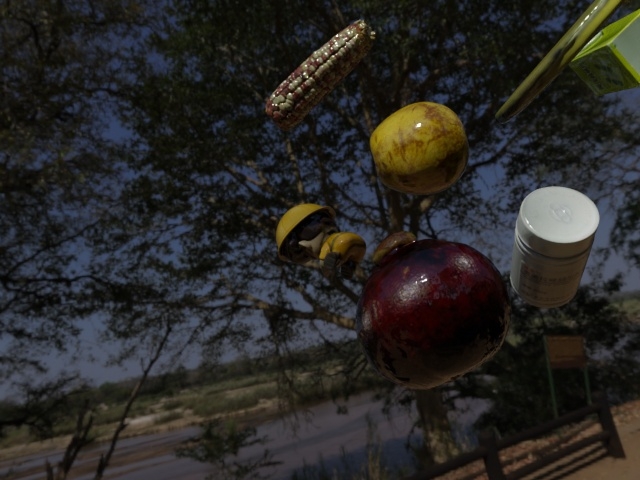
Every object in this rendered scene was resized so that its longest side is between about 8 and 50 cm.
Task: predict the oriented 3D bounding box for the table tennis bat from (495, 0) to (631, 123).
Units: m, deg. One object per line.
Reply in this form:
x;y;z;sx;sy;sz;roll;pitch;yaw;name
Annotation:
0.357;-0.295;0.630;0.368;0.054;0.224;-50;-5;8;table tennis bat

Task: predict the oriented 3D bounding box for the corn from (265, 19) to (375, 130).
-0.002;-0.292;0.880;0.237;0.079;0.079;-37;-24;24;corn

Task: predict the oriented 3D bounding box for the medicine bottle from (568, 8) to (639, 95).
0.779;-0.479;1.283;0.141;0.137;0.250;-46;3;10;medicine bottle

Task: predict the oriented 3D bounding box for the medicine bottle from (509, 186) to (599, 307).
0.628;0.024;1.354;0.190;0.190;0.332;-14;-39;7;medicine bottle

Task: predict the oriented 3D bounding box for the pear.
0.279;-0.254;1.399;0.281;0.280;0.281;-11;-14;-3;pear

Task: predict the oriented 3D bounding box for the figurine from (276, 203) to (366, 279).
0.001;-0.005;1.275;0.257;0.167;0.192;17;13;39;figurine

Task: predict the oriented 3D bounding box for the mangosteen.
0.098;0.061;0.469;0.152;0.152;0.152;-11;-14;-3;mangosteen
